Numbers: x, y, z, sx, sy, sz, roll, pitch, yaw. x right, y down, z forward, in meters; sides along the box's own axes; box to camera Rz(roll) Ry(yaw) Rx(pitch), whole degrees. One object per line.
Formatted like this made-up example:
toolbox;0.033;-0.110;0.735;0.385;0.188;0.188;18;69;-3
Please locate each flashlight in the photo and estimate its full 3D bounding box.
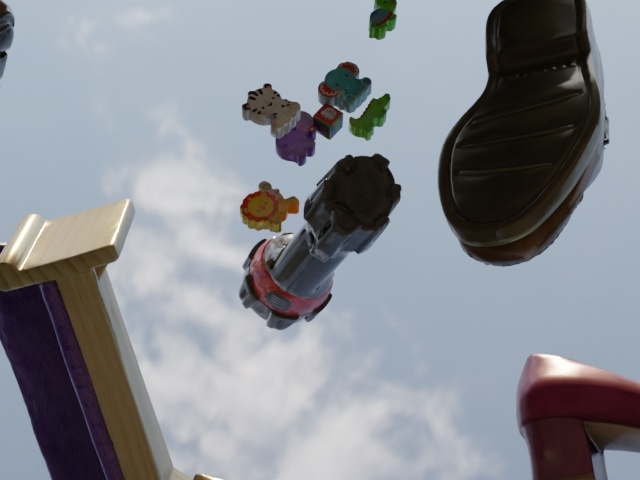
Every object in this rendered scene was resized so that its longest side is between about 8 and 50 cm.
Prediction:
flashlight;0.000;0.000;1.597;0.103;0.304;0.103;-13;-108;-23

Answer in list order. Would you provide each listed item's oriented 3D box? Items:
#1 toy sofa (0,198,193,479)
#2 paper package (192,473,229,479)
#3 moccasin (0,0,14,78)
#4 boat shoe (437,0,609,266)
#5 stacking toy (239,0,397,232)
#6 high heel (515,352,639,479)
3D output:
toy sofa;-0.217;0.158;1.493;0.177;0.362;0.150;-14;-161;5
paper package;0.052;0.340;1.158;0.325;0.309;0.168;9;-129;16
moccasin;-0.363;-0.085;1.321;0.147;0.380;0.139;33;-126;5
boat shoe;0.162;-0.067;1.123;0.111;0.104;0.307;-5;-145;23
stacking toy;0.000;-0.128;1.548;0.052;0.167;0.221;33;-121;19
high heel;0.380;0.153;1.588;0.377;0.127;0.181;-11;-129;14
